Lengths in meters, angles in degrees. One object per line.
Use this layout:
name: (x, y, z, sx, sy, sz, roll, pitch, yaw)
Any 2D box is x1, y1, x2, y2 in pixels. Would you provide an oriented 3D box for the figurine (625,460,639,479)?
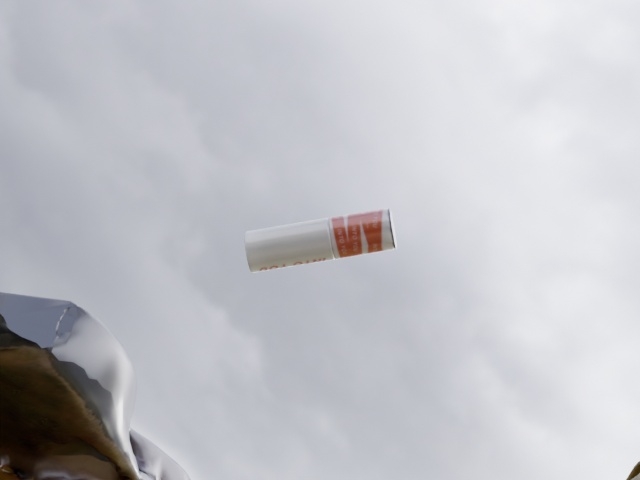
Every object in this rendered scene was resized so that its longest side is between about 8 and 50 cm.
figurine: (0.246, 0.206, 0.688, 0.285, 0.167, 0.342, 46, 11, 2)

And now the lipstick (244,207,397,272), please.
lipstick: (0.000, 0.000, 1.335, 0.038, 0.130, 0.038, -10, 90, -85)

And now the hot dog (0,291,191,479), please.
hot dog: (-0.144, 0.156, 0.620, 0.194, 0.107, 0.326, -3, -36, 11)
